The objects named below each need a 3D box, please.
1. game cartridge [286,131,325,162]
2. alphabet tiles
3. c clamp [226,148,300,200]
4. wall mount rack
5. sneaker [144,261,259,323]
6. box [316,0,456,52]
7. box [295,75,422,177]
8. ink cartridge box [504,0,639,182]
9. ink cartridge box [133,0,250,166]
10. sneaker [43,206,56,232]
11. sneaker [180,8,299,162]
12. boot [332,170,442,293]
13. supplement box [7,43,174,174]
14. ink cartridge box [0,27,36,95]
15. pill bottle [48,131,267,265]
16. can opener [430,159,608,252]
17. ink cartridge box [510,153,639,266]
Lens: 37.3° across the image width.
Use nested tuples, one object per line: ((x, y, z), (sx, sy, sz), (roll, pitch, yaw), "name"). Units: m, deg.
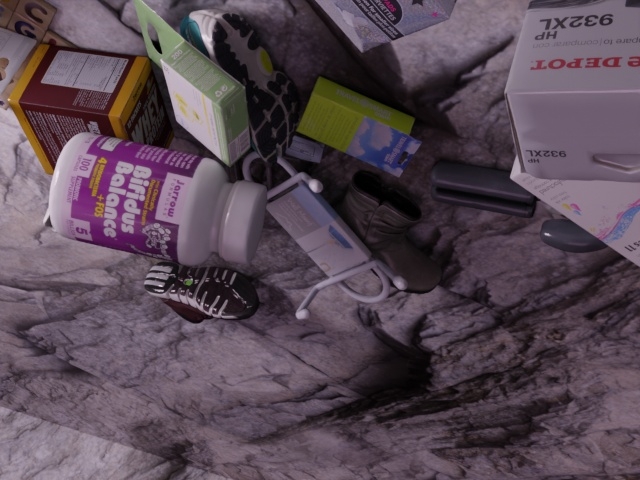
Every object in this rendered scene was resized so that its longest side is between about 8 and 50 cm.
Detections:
((-0.035, -0.156, 1.549), (0.083, 0.017, 0.056), (20, 145, 3), "game cartridge")
((-0.564, -0.341, 1.587), (0.285, 0.011, 0.342), (32, 147, -16), "alphabet tiles")
((-0.106, -0.113, 1.645), (0.137, 0.022, 0.160), (21, 150, 7), "c clamp")
((0.000, 0.000, 1.557), (0.350, 0.130, 0.304), (47, 141, -14), "wall mount rack")
((-0.230, 0.130, 2.034), (0.281, 0.106, 0.162), (15, 155, 29), "sneaker")
((0.046, -0.361, 1.050), (0.142, 0.163, 0.247), (-13, 135, 44), "box")
((0.061, -0.171, 1.443), (0.178, 0.042, 0.109), (24, 149, -4), "box")
((0.332, -0.216, 0.962), (0.223, 0.307, 0.129), (4, 144, 26), "ink cartridge box")
((-0.202, -0.232, 1.385), (0.235, 0.056, 0.171), (40, 162, 15), "ink cartridge box")
((-0.412, -0.081, 1.780), (0.297, 0.129, 0.111), (-18, 129, 44), "sneaker")
((-0.118, -0.235, 1.427), (0.110, 0.107, 0.275), (18, 147, 41), "sneaker")
((0.128, -0.008, 1.610), (0.246, 0.083, 0.161), (32, 146, -9), "boot")
((-0.370, -0.201, 1.561), (0.194, 0.129, 0.191), (10, 147, 12), "supplement box")
((-0.600, -0.281, 1.509), (0.232, 0.189, 0.066), (23, 149, -4), "ink cartridge box")
((-0.241, -0.055, 1.443), (0.301, 0.169, 0.169), (12, 147, 5), "pill bottle")
((0.300, -0.050, 1.434), (0.283, 0.095, 0.076), (11, 146, 16), "can opener")
((0.463, -0.073, 1.279), (0.353, 0.119, 0.207), (31, 147, -15), "ink cartridge box")
